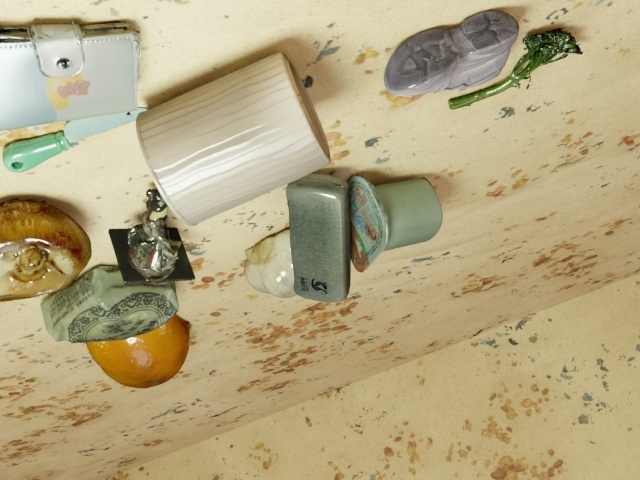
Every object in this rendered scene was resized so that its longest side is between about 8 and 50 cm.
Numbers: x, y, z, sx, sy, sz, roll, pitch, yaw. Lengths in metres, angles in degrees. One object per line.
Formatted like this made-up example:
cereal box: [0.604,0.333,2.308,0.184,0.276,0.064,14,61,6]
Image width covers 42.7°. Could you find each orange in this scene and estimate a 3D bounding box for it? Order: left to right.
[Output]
orange: [-0.487,0.278,2.229,0.274,0.274,0.310,-17,-173,-1]

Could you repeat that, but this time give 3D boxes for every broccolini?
broccolini: [0.352,-0.319,1.546,0.271,0.062,0.123,-27,145,27]

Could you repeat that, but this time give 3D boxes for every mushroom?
mushroom: [-0.562,0.024,1.547,0.253,0.153,0.253,-15,154,-7]

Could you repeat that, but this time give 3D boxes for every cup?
cup: [-0.132,-0.155,1.377,0.273,0.208,0.288,-23,155,8]

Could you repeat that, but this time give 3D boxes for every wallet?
wallet: [-0.382,-0.244,1.193,0.231,0.069,0.170,-11,138,-21]

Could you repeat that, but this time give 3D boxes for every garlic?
garlic: [-0.072,0.064,1.981,0.178,0.143,0.229,10,136,-43]

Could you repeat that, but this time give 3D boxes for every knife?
knife: [-0.409,-0.181,1.367,0.260,0.034,0.063,-23,149,-1]

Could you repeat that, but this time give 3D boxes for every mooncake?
mooncake: [-0.485,0.158,1.912,0.254,0.136,0.250,-33,155,32]

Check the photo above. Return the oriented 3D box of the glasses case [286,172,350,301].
glasses case: [0.000,0.000,1.789,0.131,0.074,0.323,8,132,13]

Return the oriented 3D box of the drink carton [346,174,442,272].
drink carton: [0.160,-0.052,1.834,0.190,0.185,0.191,-7,153,-27]

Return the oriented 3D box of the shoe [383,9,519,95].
shoe: [0.227,-0.304,1.435,0.245,0.095,0.137,-24,153,-1]

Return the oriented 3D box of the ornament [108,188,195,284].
ornament: [-0.319,-0.028,1.642,0.153,0.166,0.196,-4,138,-29]
